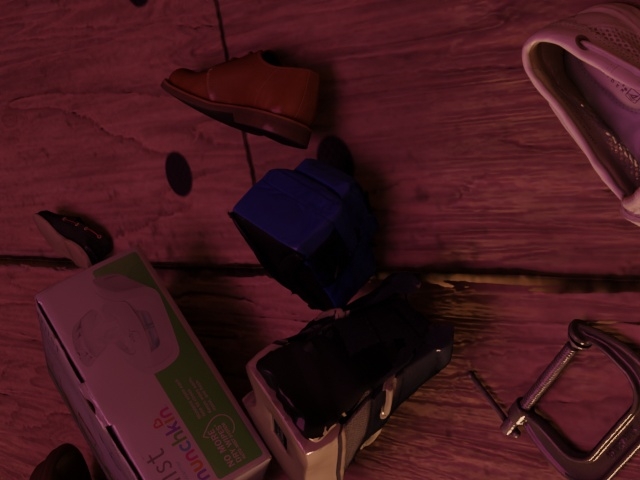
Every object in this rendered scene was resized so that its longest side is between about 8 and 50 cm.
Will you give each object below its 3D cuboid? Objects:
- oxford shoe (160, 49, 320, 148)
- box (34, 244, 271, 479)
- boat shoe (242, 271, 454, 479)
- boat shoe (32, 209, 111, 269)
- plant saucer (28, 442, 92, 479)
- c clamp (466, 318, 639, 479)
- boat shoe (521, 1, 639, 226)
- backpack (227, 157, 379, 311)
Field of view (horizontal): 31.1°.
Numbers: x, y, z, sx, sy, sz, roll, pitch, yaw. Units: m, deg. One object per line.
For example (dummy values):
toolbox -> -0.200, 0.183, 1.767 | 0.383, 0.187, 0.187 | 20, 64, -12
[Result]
oxford shoe -> -0.069, -0.139, 1.046 | 0.212, 0.076, 0.076 | 20, 90, 47
box -> -0.180, 0.177, 1.192 | 0.262, 0.127, 0.231 | 55, 158, 19
boat shoe -> 0.027, 0.134, 1.004 | 0.127, 0.158, 0.340 | 56, 167, 11
boat shoe -> -0.300, -0.006, 1.380 | 0.133, 0.042, 0.049 | 27, 145, 41
plant saucer -> -0.321, 0.394, 1.432 | 0.278, 0.041, 0.278 | -6, -90, -88
c clamp -> 0.185, 0.117, 0.871 | 0.137, 0.022, 0.160 | 54, 139, 20
boat shoe -> 0.224, -0.034, 0.703 | 0.277, 0.096, 0.098 | 49, 136, 24
backpack -> 0.000, 0.000, 0.984 | 0.098, 0.101, 0.120 | 38, 163, 39
